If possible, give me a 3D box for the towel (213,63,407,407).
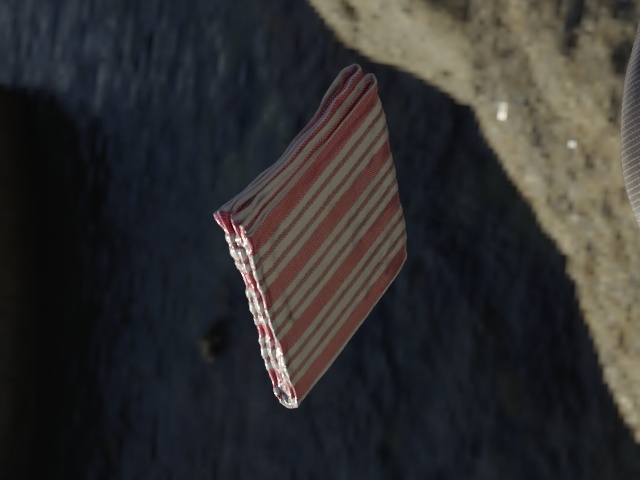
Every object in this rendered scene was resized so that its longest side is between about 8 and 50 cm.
[{"bbox_3d":[0.000,0.000,1.149,0.029,0.144,0.197,25,150,27],"label":"towel"}]

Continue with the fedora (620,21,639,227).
[{"bbox_3d":[0.239,-0.076,0.919,0.124,0.243,0.275,8,74,40],"label":"fedora"}]
